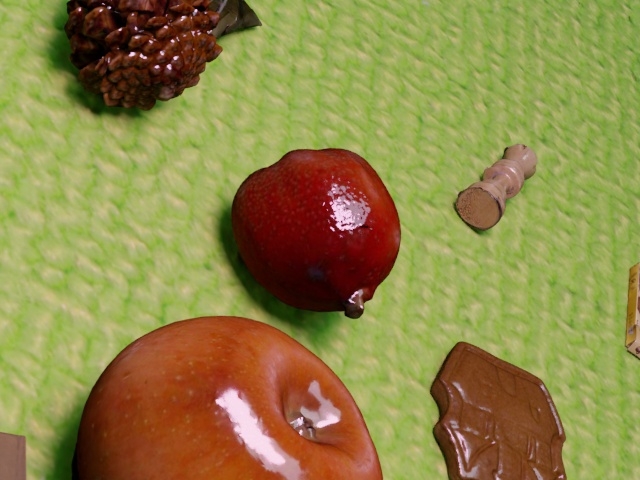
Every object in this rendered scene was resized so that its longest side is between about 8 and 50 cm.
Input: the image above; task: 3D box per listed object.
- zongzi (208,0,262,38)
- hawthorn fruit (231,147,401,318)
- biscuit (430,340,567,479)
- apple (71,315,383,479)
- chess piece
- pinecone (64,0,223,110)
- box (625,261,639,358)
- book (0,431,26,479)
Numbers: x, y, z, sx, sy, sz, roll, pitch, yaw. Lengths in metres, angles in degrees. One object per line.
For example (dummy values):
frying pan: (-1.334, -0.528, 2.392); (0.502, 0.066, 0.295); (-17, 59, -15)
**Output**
zongzi: (-0.110, -0.239, 1.679); (0.119, 0.055, 0.109); (34, 44, -34)
hawthorn fruit: (0.000, 0.000, 1.516); (0.169, 0.169, 0.188); (2, 62, -41)
biscuit: (0.197, 0.218, 1.614); (0.182, 0.034, 0.215); (26, 45, -25)
apple: (-0.070, 0.190, 1.265); (0.251, 0.206, 0.272); (-19, 72, -51)
chess piece: (0.225, -0.074, 1.853); (0.060, 0.060, 0.172); (48, 38, -2)
pinecone: (-0.185, -0.215, 1.515); (0.173, 0.173, 0.174); (24, 46, -27)
box: (0.428, 0.100, 1.925); (0.073, 0.020, 0.149); (33, 43, -19)
book: (-0.301, 0.244, 1.149); (0.161, 0.026, 0.231); (17, 50, -33)
